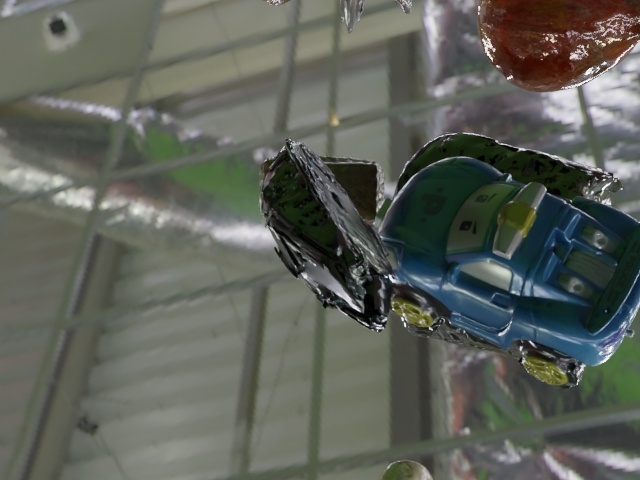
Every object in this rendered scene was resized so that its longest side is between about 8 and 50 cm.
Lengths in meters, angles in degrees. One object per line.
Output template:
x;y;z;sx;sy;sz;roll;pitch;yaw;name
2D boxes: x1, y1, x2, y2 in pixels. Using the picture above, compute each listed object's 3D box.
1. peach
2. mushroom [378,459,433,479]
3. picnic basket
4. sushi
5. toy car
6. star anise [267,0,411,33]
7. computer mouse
0.363;-0.329;2.023;0.257;0.232;0.232;20;-132;40;peach
0.101;0.311;1.694;0.067;0.083;0.083;-11;-150;41;mushroom
0.002;-0.074;2.094;0.193;0.110;0.055;2;-179;-1;picnic basket
0.257;0.017;1.953;0.294;0.281;0.299;16;-91;29;sushi
0.200;0.012;1.480;0.314;0.166;0.198;24;-114;20;toy car
0.027;-0.280;1.202;0.236;0.229;0.093;-41;-164;19;star anise
0.000;0.000;1.254;0.077;0.146;0.241;-39;-141;11;computer mouse
